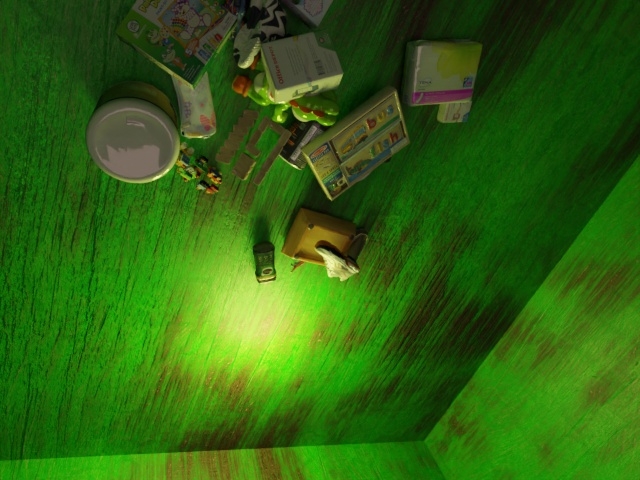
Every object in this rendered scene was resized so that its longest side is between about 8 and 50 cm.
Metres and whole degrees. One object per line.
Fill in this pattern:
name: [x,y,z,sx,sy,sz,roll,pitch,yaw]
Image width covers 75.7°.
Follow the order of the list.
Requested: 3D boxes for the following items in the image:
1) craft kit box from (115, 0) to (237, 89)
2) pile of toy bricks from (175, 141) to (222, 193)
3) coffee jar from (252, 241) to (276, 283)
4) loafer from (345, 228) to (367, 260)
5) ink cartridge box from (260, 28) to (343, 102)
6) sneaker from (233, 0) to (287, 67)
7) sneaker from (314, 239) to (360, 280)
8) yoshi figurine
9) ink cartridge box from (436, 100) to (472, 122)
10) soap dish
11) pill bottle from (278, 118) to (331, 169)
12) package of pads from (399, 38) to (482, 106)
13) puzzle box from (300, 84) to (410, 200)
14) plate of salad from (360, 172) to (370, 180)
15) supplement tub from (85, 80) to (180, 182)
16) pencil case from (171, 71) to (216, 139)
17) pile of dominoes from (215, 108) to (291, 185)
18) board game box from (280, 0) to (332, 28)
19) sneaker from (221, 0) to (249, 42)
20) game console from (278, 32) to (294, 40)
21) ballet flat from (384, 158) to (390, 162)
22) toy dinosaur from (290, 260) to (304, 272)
craft kit box: [-0.412,-0.620,1.201,0.246,0.061,0.250,32,87,-10]
pile of toy bricks: [-0.465,-0.247,1.497,0.105,0.118,0.212,-16,144,29]
coffee jar: [-0.244,0.102,1.811,0.096,0.079,0.184,-11,124,-18]
loafer: [0.153,0.060,1.933,0.094,0.087,0.251,16,114,-29]
ink cartridge box: [-0.060,-0.525,1.244,0.212,0.093,0.154,-18,86,-12]
sneaker: [-0.172,-0.634,1.286,0.153,0.094,0.235,7,102,-61]
sneaker: [0.054,0.101,1.773,0.121,0.099,0.262,-44,126,15]
yoshi figurine: [-0.095,-0.500,1.389,0.362,0.203,0.203,28,72,3]
ink cartridge box: [0.559,-0.543,1.723,0.122,0.052,0.089,-7,124,-16]
soap dish: [0.000,0.000,1.817,0.290,0.118,0.229,14,115,-29]
pill bottle: [-0.049,-0.397,1.533,0.130,0.130,0.246,28,108,-33]
package of pads: [0.461,-0.650,1.585,0.296,0.101,0.229,-10,125,-16]
puzzle box: [0.146,-0.364,1.572,0.409,0.052,0.272,-37,140,-2]
plate of salad: [0.146,-0.327,1.705,0.199,0.048,0.200,-11,125,-16]
supplement tub: [-0.555,-0.341,1.245,0.241,0.331,0.241,-10,125,-15]
pencil case: [-0.421,-0.475,1.346,0.124,0.113,0.273,-20,127,-28]
pile of dominoes: [-0.249,-0.347,1.521,0.196,0.040,0.251,35,106,-4]
board game box: [-0.055,-0.874,1.217,0.318,0.066,0.319,27,96,-34]
sneaker: [-0.266,-0.711,1.255,0.087,0.083,0.221,10,133,-8]
game console: [-0.095,-0.624,1.358,0.124,0.144,0.085,29,108,-34]
ballet flat: [0.260,-0.406,1.708,0.057,0.049,0.173,-17,119,-12]
toy dinosaur: [-0.091,0.109,1.886,0.082,0.090,0.047,-10,149,23]
